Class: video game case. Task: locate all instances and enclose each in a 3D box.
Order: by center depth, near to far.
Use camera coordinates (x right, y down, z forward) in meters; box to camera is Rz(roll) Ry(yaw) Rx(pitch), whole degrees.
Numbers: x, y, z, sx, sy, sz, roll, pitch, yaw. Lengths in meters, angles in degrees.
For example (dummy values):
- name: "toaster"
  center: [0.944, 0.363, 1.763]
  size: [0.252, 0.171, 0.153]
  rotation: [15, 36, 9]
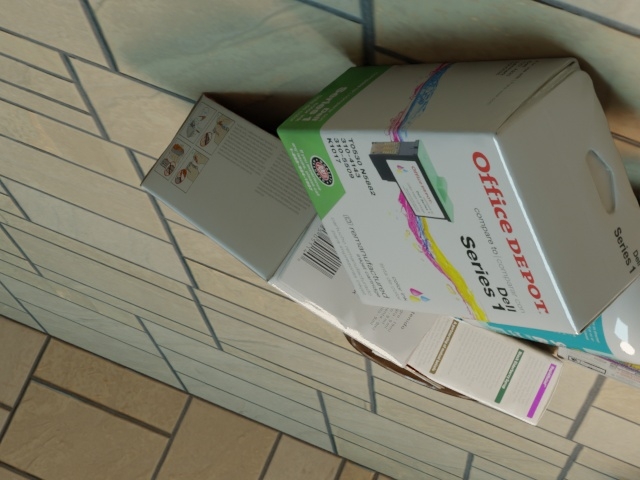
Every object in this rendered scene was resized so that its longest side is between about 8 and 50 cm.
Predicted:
- name: "video game case"
  center: [0.392, 0.149, 1.914]
  size: [0.201, 0.023, 0.183]
  rotation: [22, 165, 13]

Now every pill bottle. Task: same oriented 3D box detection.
- name: "pill bottle"
  center: [0.260, 0.035, 1.475]
  size: [0.264, 0.146, 0.146]
  rotation: [12, 161, 39]

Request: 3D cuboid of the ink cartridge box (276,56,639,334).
- name: "ink cartridge box"
  center: [0.122, -0.042, 1.341]
  size: [0.278, 0.117, 0.201]
  rotation: [6, 129, 51]

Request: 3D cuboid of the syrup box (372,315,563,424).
- name: "syrup box"
  center: [0.192, 0.150, 2.046]
  size: [0.237, 0.096, 0.093]
  rotation: [25, -177, -2]

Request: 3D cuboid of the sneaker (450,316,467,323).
- name: "sneaker"
  center: [0.121, 0.030, 1.821]
  size: [0.229, 0.087, 0.092]
  rotation: [29, 173, 10]

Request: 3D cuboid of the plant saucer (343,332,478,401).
- name: "plant saucer"
  center: [0.157, 0.169, 2.298]
  size: [0.311, 0.050, 0.310]
  rotation: [21, 166, 6]

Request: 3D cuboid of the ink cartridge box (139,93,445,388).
- name: "ink cartridge box"
  center: [0.000, 0.000, 1.639]
  size: [0.272, 0.130, 0.309]
  rotation: [35, 179, -37]
